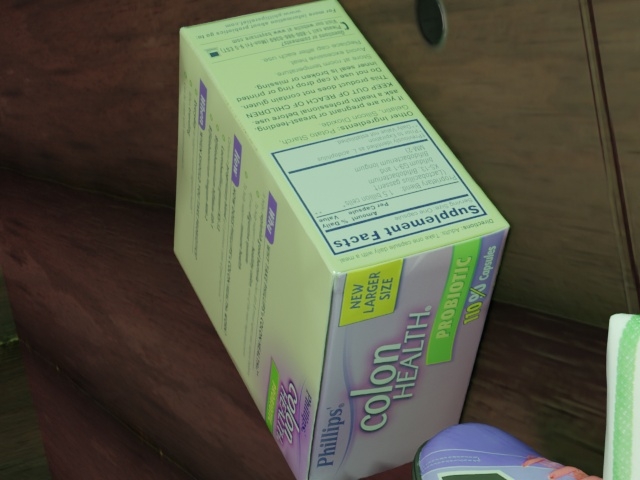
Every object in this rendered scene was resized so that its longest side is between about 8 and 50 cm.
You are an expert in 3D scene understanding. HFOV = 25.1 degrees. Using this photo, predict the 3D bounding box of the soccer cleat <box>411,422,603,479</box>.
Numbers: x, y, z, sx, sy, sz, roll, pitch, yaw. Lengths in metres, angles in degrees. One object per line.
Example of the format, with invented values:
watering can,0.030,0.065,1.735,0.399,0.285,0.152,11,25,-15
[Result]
soccer cleat,0.156,0.167,0.720,0.318,0.109,0.116,46,129,51

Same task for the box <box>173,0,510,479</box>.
box,0.000,0.000,0.956,0.213,0.117,0.243,97,151,-44

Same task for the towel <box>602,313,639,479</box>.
towel,0.219,0.165,0.494,0.325,0.038,0.247,15,107,54
